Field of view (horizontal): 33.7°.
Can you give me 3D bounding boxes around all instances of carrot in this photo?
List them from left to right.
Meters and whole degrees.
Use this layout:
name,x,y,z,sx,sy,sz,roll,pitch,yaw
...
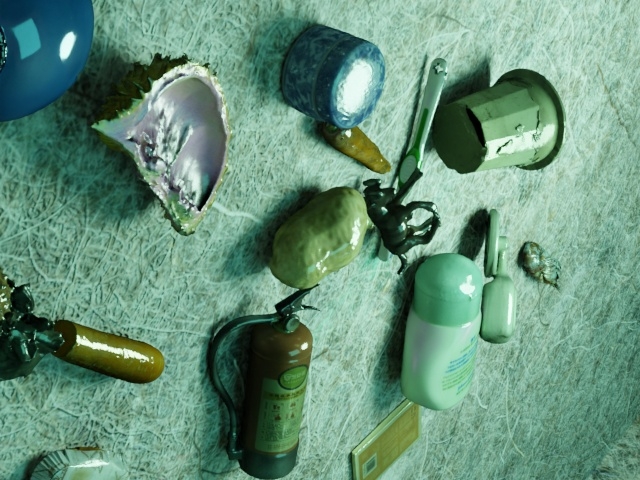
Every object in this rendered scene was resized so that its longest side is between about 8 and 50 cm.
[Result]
name,x,y,z,sx,sy,sz,roll,pitch,yaw
carrot,-0.311,0.170,1.572,0.225,0.067,0.067,31,87,-55
carrot,0.068,-0.164,1.861,0.059,0.059,0.248,-62,151,-1

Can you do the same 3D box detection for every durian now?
name,x,y,z,sx,sy,sz,roll,pitch,yaw
durian,-0.212,-0.146,1.453,0.191,0.112,0.341,-63,156,-16

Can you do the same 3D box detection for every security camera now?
name,x,y,z,sx,sy,sz,roll,pitch,yaw
security camera,0.398,0.079,2.355,0.157,0.080,0.302,50,43,-82

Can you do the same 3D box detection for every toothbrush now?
name,x,y,z,sx,sy,sz,roll,pitch,yaw
toothbrush,0.174,-0.148,2.025,0.040,0.042,0.418,-26,135,-55

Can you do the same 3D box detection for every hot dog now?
name,x,y,z,sx,sy,sz,roll,pitch,yaw
hot dog,-0.373,0.367,1.636,0.192,0.053,0.099,18,97,-54

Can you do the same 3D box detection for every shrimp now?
name,x,y,z,sx,sy,sz,roll,pitch,yaw
shrimp,0.571,0.076,2.677,0.233,0.090,0.079,43,43,-45

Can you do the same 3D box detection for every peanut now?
name,x,y,z,sx,sy,sz,roll,pitch,yaw
peanut,0.000,0.000,1.818,0.224,0.129,0.129,-42,142,-25

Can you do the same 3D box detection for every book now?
name,x,y,z,sx,sy,sz,roll,pitch,yaw
book,0.157,0.475,2.461,0.241,0.018,0.170,-37,140,-33

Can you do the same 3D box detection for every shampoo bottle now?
name,x,y,z,sx,sy,sz,roll,pitch,yaw
shampoo bottle,0.266,0.186,2.286,0.222,0.151,0.350,-37,140,-44

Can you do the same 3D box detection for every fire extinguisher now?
name,x,y,z,sx,sy,sz,roll,pitch,yaw
fire extinguisher,-0.099,0.257,1.873,0.200,0.113,0.376,-20,128,-45

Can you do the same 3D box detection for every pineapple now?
name,x,y,z,sx,sy,sz,roll,pitch,yaw
pineapple,-0.418,0.098,1.348,0.237,0.119,0.111,56,22,-58

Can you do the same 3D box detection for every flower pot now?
name,x,y,z,sx,sy,sz,roll,pitch,yaw
flower pot,0.345,-0.219,2.077,0.202,0.212,0.212,-19,128,-37

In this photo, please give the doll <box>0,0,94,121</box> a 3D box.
name,x,y,z,sx,sy,sz,roll,pitch,yaw
doll,-0.343,-0.267,1.065,0.240,0.284,0.310,13,112,-12

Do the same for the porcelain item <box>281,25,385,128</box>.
name,x,y,z,sx,sy,sz,roll,pitch,yaw
porcelain item,0.025,-0.259,1.681,0.147,0.114,0.147,-34,138,-37

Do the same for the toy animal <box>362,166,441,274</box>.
name,x,y,z,sx,sy,sz,roll,pitch,yaw
toy animal,0.150,-0.042,2.011,0.148,0.085,0.233,-21,133,5
